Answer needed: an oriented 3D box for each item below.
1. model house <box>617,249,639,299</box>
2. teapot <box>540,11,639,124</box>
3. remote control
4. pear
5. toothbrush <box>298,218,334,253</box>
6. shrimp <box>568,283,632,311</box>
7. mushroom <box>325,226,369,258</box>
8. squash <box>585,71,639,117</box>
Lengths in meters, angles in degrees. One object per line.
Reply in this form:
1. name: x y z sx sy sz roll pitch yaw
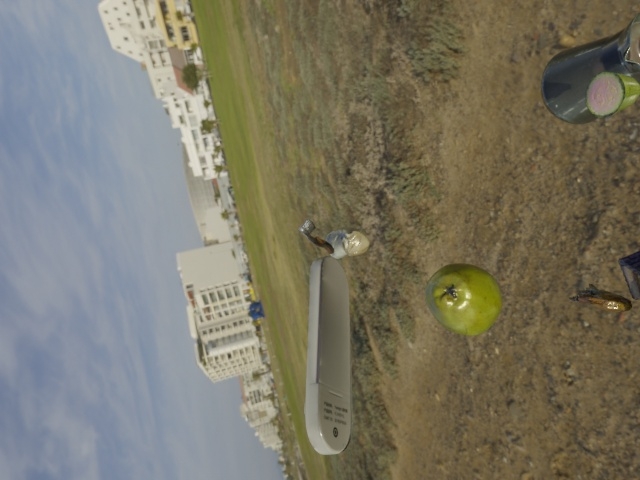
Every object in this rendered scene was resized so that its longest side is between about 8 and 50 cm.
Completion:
1. model house: 0.876 0.132 1.044 0.312 0.245 0.280 46 -160 -58
2. teapot: 0.897 -0.525 1.313 0.344 0.299 0.254 169 78 -78
3. remote control: 0.012 0.130 0.534 0.077 0.022 0.245 38 -137 -44
4. pear: 0.423 0.171 1.262 0.269 0.212 0.213 24 -142 -49
5. toothbrush: -0.002 0.002 0.936 0.023 0.031 0.321 41 178 14
6. shrimp: 0.762 0.154 1.216 0.262 0.117 0.066 151 138 -87
7. mushroom: 0.078 0.003 1.230 0.081 0.092 0.223 45 167 -10
8. squash: 0.718 -0.350 1.017 0.105 0.132 0.105 169 90 -74
